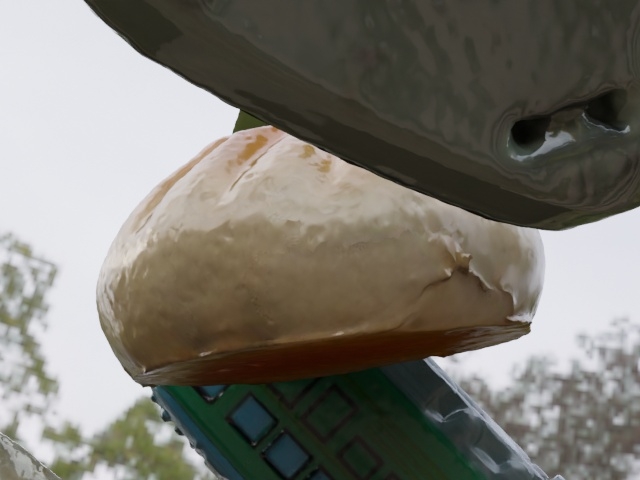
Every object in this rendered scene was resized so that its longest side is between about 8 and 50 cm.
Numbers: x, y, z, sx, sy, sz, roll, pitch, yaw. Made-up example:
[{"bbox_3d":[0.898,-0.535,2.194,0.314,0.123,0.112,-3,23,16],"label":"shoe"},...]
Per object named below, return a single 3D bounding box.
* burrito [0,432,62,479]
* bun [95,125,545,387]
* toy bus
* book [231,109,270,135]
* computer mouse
[{"bbox_3d":[-0.122,0.174,0.799,0.275,0.082,0.059,49,-37,-14],"label":"burrito"},{"bbox_3d":[0.000,0.000,1.066,0.298,0.165,0.299,-8,-8,-1],"label":"bun"},{"bbox_3d":[0.018,0.152,1.286,0.343,0.199,0.183,46,-2,14],"label":"toy bus"},{"bbox_3d":[0.044,-0.159,1.719,0.239,0.352,0.035,16,-8,12],"label":"book"},{"bbox_3d":[0.045,-0.123,0.630,0.331,0.197,0.095,22,3,-31],"label":"computer mouse"}]
